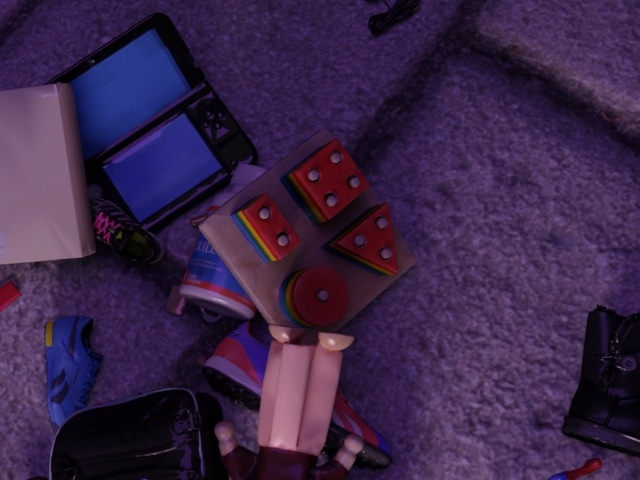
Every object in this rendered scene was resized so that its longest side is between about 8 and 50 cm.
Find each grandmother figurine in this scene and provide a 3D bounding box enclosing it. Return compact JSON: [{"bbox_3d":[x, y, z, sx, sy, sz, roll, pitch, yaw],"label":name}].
[{"bbox_3d":[-0.048,0.292,1.630,0.208,0.104,0.342,6,86,14],"label":"grandmother figurine"}]

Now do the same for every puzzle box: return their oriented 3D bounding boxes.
[{"bbox_3d":[-0.563,-0.094,1.857,0.409,0.052,0.272,-4,98,19],"label":"puzzle box"}]

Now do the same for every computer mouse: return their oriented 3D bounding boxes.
[{"bbox_3d":[0.086,-0.449,1.996,0.106,0.042,0.193,-31,70,-2],"label":"computer mouse"}]

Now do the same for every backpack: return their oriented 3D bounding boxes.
[{"bbox_3d":[-0.258,0.336,1.697,0.254,0.191,0.225,-12,72,11],"label":"backpack"}]

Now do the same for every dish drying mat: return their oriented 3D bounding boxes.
[{"bbox_3d":[-0.531,0.104,1.912,0.083,0.008,0.032,-40,72,-8],"label":"dish drying mat"}]

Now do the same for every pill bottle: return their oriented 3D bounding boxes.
[{"bbox_3d":[-0.125,0.001,1.801,0.124,0.124,0.221,15,76,12],"label":"pill bottle"}]

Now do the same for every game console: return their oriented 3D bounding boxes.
[{"bbox_3d":[-0.292,-0.171,1.885,0.293,0.173,0.250,-35,70,-4],"label":"game console"}]

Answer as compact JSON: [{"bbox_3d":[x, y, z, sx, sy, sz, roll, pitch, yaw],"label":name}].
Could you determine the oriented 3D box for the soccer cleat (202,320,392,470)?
[{"bbox_3d":[-0.020,0.232,1.753,0.318,0.108,0.116,27,64,14],"label":"soccer cleat"}]

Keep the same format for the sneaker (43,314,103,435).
[{"bbox_3d":[-0.382,0.217,1.822,0.082,0.069,0.209,-7,70,1],"label":"sneaker"}]

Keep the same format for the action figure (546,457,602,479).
[{"bbox_3d":[0.272,0.404,1.668,0.280,0.139,0.091,-15,65,-21],"label":"action figure"}]

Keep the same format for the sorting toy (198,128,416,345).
[{"bbox_3d":[0.000,0.000,1.739,0.257,0.089,0.255,-40,100,-24],"label":"sorting toy"}]

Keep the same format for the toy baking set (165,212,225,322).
[{"bbox_3d":[-0.133,0.027,1.871,0.256,0.030,0.196,-12,70,4],"label":"toy baking set"}]

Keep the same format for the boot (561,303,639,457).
[{"bbox_3d":[0.487,0.213,1.689,0.247,0.094,0.207,15,78,19],"label":"boot"}]

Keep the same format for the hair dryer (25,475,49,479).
[{"bbox_3d":[-0.474,0.445,1.733,0.294,0.080,0.223,17,57,25],"label":"hair dryer"}]

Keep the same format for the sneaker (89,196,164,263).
[{"bbox_3d":[-0.322,-0.014,1.847,0.170,0.075,0.063,33,92,-11],"label":"sneaker"}]
